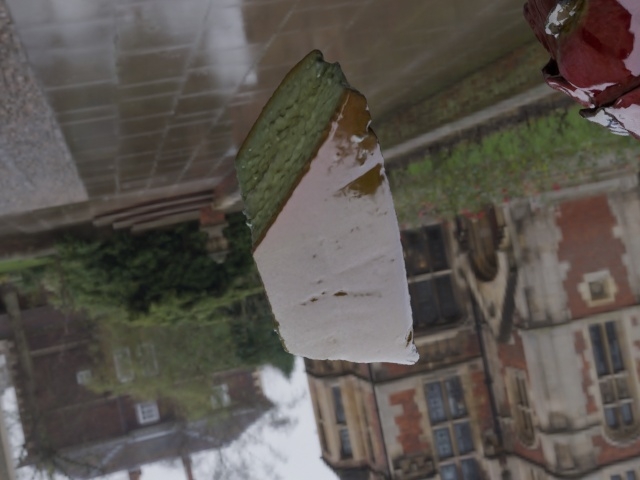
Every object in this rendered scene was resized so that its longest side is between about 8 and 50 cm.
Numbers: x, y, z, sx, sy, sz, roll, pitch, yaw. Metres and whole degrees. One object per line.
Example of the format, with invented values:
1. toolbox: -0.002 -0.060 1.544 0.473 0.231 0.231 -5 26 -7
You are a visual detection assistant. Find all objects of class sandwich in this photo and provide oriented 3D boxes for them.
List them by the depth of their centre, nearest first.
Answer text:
1. sandwich: 0.000 0.000 0.563 0.096 0.258 0.094 -19 -138 -5

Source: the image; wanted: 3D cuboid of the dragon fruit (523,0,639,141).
1. dragon fruit: 0.337 -0.220 0.722 0.329 0.329 0.329 -11 -179 0
